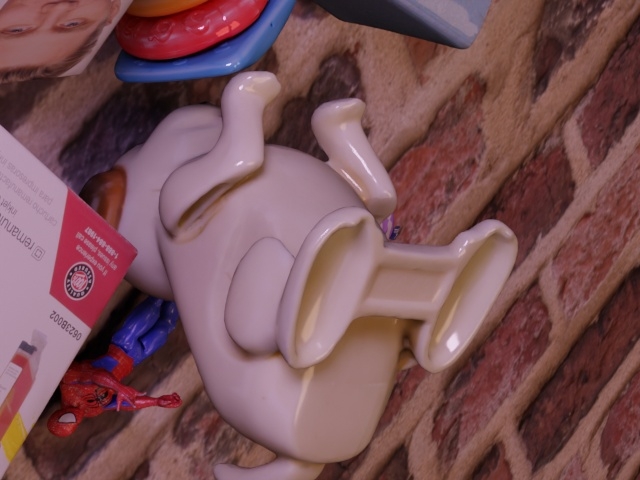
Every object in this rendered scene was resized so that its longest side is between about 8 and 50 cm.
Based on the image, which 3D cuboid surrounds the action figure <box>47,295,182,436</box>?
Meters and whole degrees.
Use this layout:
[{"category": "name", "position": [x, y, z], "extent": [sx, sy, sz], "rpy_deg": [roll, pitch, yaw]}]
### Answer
[{"category": "action figure", "position": [-0.177, 0.122, 2.156], "extent": [0.280, 0.139, 0.091], "rpy_deg": [-47, 140, -25]}]

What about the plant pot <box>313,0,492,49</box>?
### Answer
[{"category": "plant pot", "position": [0.046, -0.376, 2.101], "extent": [0.252, 0.248, 0.247], "rpy_deg": [23, 89, -39]}]

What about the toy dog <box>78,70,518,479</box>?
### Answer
[{"category": "toy dog", "position": [-0.058, 0.019, 2.012], "extent": [0.285, 0.408, 0.395], "rpy_deg": [-6, 123, -40]}]

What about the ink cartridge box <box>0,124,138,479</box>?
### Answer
[{"category": "ink cartridge box", "position": [-0.379, 0.091, 1.824], "extent": [0.384, 0.160, 0.279], "rpy_deg": [-60, 146, -12]}]

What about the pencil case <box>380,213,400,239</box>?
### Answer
[{"category": "pencil case", "position": [0.000, 0.000, 2.383], "extent": [0.206, 0.086, 0.088], "rpy_deg": [-25, 151, -44]}]

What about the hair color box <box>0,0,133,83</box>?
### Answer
[{"category": "hair color box", "position": [-0.229, -0.259, 1.679], "extent": [0.174, 0.105, 0.347], "rpy_deg": [-10, 160, -33]}]

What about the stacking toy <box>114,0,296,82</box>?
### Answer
[{"category": "stacking toy", "position": [-0.159, -0.312, 1.939], "extent": [0.175, 0.166, 0.301], "rpy_deg": [-58, 137, -43]}]
